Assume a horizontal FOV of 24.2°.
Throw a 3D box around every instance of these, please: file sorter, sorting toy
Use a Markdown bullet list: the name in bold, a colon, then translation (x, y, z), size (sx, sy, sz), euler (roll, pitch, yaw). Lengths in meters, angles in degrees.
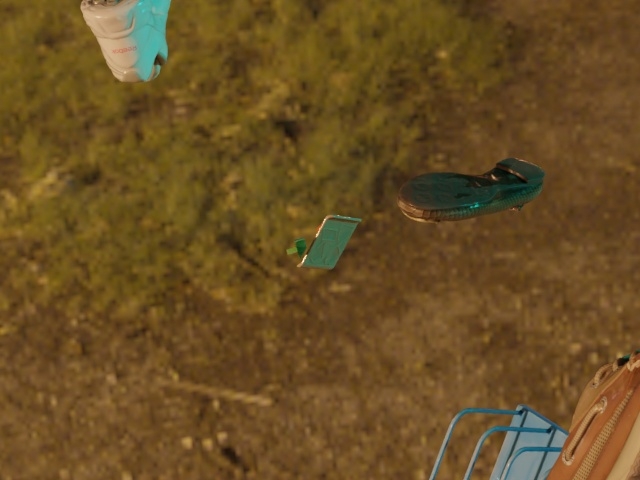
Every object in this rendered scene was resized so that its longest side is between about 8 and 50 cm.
- **file sorter**: translation (0.192, 0.237, 1.364), size (0.104, 0.118, 0.170), euler (9, 15, -41)
- **sorting toy**: translation (0.000, 0.000, 1.397), size (0.012, 0.062, 0.083), euler (41, 17, 28)

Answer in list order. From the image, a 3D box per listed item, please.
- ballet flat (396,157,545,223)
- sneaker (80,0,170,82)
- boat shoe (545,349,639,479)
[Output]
- **ballet flat**: translation (0.176, -0.048, 1.737), size (0.084, 0.058, 0.250), euler (34, 31, 30)
- **sneaker**: translation (-0.203, -0.232, 1.608), size (0.090, 0.115, 0.232), euler (-6, 25, 8)
- **boat shoe**: translation (0.219, 0.123, 0.990), size (0.123, 0.324, 0.116), euler (12, 25, -29)
